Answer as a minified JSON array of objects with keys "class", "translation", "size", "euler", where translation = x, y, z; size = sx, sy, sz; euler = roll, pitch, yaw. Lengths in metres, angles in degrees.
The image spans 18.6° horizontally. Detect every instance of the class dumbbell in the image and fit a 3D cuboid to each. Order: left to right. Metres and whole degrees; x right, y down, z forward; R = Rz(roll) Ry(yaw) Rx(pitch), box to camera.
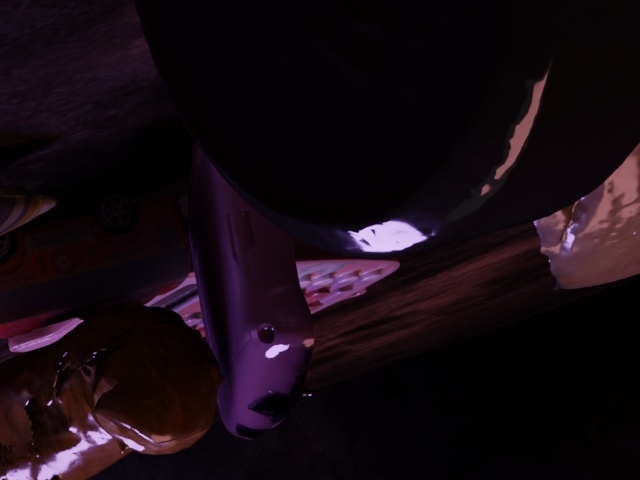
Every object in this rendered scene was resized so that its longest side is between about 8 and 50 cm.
[{"class":"dumbbell","translation":[0.114,-0.122,0.667],"size":[0.322,0.204,0.204],"euler":[-14,169,-38]}]

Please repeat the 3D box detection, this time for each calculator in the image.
[{"class":"calculator","translation":[-0.086,0.042,1.630],"size":[0.330,0.048,0.220],"euler":[0,159,-43]},{"class":"calculator","translation":[-0.054,0.026,1.231],"size":[0.043,0.194,0.294],"euler":[-9,166,-12]}]

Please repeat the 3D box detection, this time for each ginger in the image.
[{"class":"ginger","translation":[-0.169,0.110,1.280],"size":[0.309,0.107,0.133],"euler":[-20,-174,45]}]

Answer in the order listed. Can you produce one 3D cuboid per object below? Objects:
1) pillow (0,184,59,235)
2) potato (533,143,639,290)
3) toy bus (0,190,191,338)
[{"class":"pillow","translation":[-0.281,0.011,1.072],"size":[0.208,0.052,0.212],"euler":[-20,171,22]},{"class":"potato","translation":[0.211,-0.106,1.026],"size":[0.264,0.189,0.211],"euler":[-21,171,3]},{"class":"toy bus","translation":[-0.178,0.020,1.288],"size":[0.192,0.077,0.065],"euler":[-15,173,-27]}]
